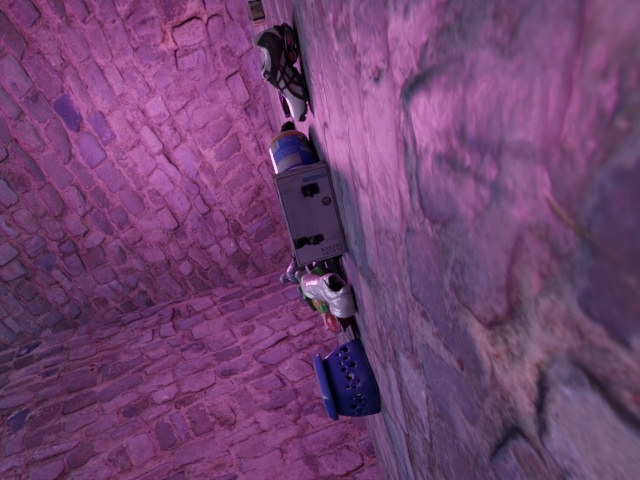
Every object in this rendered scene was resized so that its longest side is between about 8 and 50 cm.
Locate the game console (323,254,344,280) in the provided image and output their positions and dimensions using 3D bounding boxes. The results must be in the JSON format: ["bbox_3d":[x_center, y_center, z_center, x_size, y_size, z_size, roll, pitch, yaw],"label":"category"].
[{"bbox_3d":[0.027,0.042,1.525,0.213,0.044,0.361,50,162,45],"label":"game console"}]

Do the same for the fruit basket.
[{"bbox_3d":[0.035,0.307,1.768,0.352,0.166,0.327,63,179,25],"label":"fruit basket"}]

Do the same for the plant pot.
[{"bbox_3d":[0.100,0.568,1.613,0.235,0.212,0.235,-109,5,-47],"label":"plant pot"}]

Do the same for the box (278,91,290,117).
[{"bbox_3d":[-0.171,-0.659,1.842,0.162,0.029,0.116,84,169,-72],"label":"box"}]

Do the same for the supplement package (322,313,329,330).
[{"bbox_3d":[0.069,0.408,2.117,0.179,0.105,0.105,88,165,-73],"label":"supplement package"}]

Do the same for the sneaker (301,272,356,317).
[{"bbox_3d":[0.029,0.169,1.517,0.305,0.114,0.152,25,129,49],"label":"sneaker"}]

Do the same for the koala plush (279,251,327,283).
[{"bbox_3d":[-0.077,0.142,1.954,0.196,0.221,0.203,-9,106,44],"label":"koala plush"}]

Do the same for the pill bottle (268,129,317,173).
[{"bbox_3d":[-0.079,-0.237,1.389,0.152,0.153,0.271,82,171,-60],"label":"pill bottle"}]

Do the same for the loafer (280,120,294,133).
[{"bbox_3d":[-0.163,-0.456,1.854,0.078,0.080,0.219,132,141,-75],"label":"loafer"}]

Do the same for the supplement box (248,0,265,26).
[{"bbox_3d":[-0.288,-1.026,1.814,0.083,0.056,0.083,-126,20,-78],"label":"supplement box"}]

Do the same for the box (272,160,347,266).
[{"bbox_3d":[-0.030,-0.081,1.245,0.087,0.169,0.289,-124,20,-69],"label":"box"}]

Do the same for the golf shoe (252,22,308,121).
[{"bbox_3d":[-0.108,-0.469,1.156,0.105,0.120,0.272,-114,8,-53],"label":"golf shoe"}]
